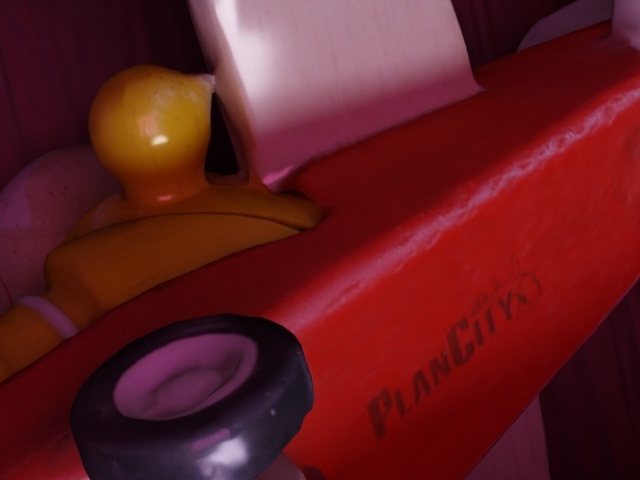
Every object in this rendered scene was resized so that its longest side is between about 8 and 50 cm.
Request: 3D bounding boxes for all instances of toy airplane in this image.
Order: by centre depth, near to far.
[{"bbox_3d":[0.000,0.000,0.625,0.384,0.272,0.386,20,81,-48],"label":"toy airplane"}]
